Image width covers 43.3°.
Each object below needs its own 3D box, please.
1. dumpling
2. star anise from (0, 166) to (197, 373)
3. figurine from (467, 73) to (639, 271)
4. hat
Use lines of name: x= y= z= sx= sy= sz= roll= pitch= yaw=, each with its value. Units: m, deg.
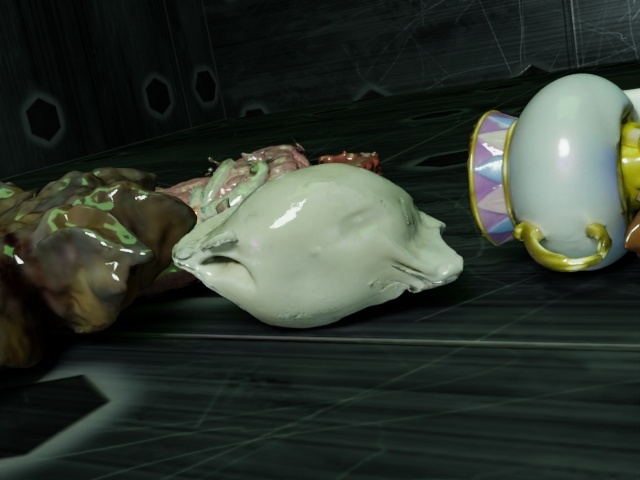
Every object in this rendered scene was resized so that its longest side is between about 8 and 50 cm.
dumpling: x=0.000 y=0.000 z=0.569 sx=0.199 sy=0.118 sz=0.136 roll=7 pitch=18 yaw=8
star anise: x=-0.240 y=0.021 z=0.626 sx=0.315 sy=0.108 sz=0.315 roll=-14 pitch=26 yaw=7
figurine: x=0.235 y=-0.045 z=0.520 sx=0.263 sy=0.142 sz=0.189 roll=1 pitch=48 yaw=35
hat: x=-0.075 y=-0.035 z=0.778 sx=0.286 sy=0.107 sz=0.236 roll=-15 pitch=29 yaw=6
